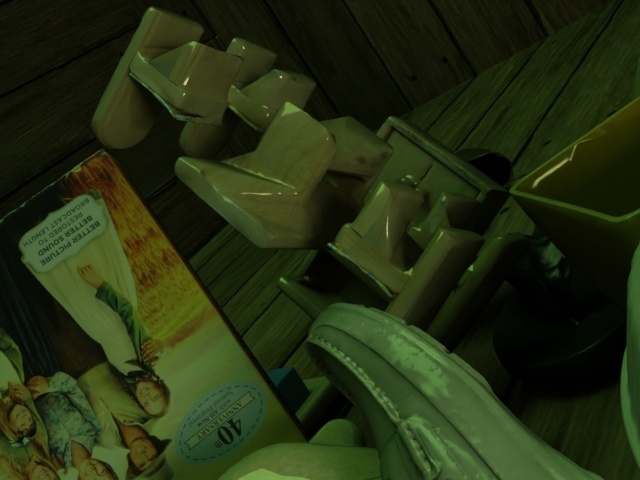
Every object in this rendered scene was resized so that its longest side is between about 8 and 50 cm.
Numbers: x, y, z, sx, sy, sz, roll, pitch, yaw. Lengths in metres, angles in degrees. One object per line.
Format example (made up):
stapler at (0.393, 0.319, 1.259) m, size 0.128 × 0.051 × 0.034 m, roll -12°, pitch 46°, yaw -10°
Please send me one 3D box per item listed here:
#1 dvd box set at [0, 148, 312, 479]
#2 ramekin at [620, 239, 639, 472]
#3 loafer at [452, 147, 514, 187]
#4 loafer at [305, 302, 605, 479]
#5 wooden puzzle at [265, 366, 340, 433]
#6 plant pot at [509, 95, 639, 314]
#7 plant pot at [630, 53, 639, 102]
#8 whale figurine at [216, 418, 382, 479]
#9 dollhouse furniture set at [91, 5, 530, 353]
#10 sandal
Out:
dvd box set at (-0.207, 0.168, 0.820) m, size 0.307 × 0.420 × 0.062 m, roll -35°, pitch -10°, yaw -2°
ramekin at (0.276, 0.044, 0.415) m, size 0.272 × 0.127 × 0.273 m, roll -17°, pitch 42°, yaw 16°
loafer at (0.173, -0.051, 1.332) m, size 0.130 × 0.134 × 0.366 m, roll -21°, pitch 18°, yaw 51°
loafer at (0.083, 0.150, 0.534) m, size 0.111 × 0.112 × 0.319 m, roll -41°, pitch 46°, yaw -12°
wooden puzzle at (-0.158, 0.271, 1.094) m, size 0.347 × 0.081 × 0.322 m, roll -24°, pitch 16°, yaw 43°
plant pot at (0.309, -0.013, 0.666) m, size 0.212 × 0.187 × 0.212 m, roll -35°, pitch 12°, yaw -1°
plant pot at (0.421, -0.140, 0.862) m, size 0.284 × 0.191 × 0.284 m, roll -34°, pitch 11°, yaw 8°
whale figurine at (0.041, 0.230, 0.634) m, size 0.271 × 0.141 × 0.216 m, roll -16°, pitch 40°, yaw -6°
dollhouse furniture set at (0.000, 0.000, 0.895) m, size 0.257 × 0.362 × 0.394 m, roll -58°, pitch -26°, yaw 16°
sandal at (0.259, 0.004, 0.938) m, size 0.167 × 0.107 × 0.446 m, roll -29°, pitch 13°, yaw 28°
